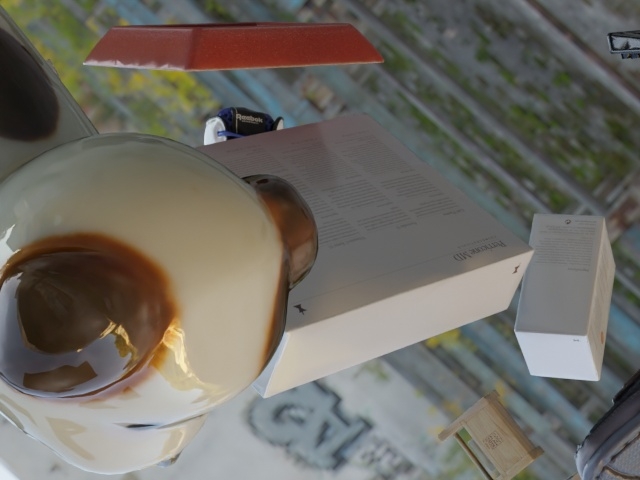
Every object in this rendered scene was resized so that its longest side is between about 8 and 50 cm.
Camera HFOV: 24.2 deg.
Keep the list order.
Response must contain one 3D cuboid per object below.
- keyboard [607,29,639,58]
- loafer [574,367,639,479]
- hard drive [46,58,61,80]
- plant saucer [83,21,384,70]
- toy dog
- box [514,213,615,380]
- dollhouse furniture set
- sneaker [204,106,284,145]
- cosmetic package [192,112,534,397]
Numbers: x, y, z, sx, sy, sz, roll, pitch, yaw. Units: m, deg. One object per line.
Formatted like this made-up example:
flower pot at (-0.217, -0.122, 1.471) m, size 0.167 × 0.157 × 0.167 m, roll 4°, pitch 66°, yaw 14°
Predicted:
keyboard at (0.310, -0.157, 1.158) m, size 0.180 × 0.023 × 0.108 m, roll -7°, pitch -166°, yaw -24°
loafer at (0.325, 0.100, 1.167) m, size 0.109 × 0.302 × 0.095 m, roll 53°, pitch -175°, yaw -34°
hard drive at (-0.380, -0.082, 1.624) m, size 0.054 × 0.255 × 0.172 m, roll 49°, pitch 164°, yaw 7°
plant saucer at (-0.102, -0.224, 1.701) m, size 0.259 × 0.047 × 0.258 m, roll -6°, pitch -169°, yaw -33°
toy dog at (-0.197, -0.016, 0.960) m, size 0.408 × 0.395 × 0.285 m, roll 30°, pitch -158°, yaw 27°
box at (0.309, 0.071, 1.873) m, size 0.091 × 0.170 × 0.130 m, roll 3°, pitch 151°, yaw 20°
dollhouse furniture set at (0.248, 0.226, 1.575) m, size 0.183 × 0.129 × 0.129 m, roll 52°, pitch -152°, yaw 12°
sneaker at (-0.107, -0.073, 1.983) m, size 0.127 × 0.182 × 0.315 m, roll 0°, pitch -152°, yaw -17°
cosmetic package at (0.000, 0.000, 1.587) m, size 0.377 × 0.097 × 0.284 m, roll -15°, pitch -136°, yaw -42°
